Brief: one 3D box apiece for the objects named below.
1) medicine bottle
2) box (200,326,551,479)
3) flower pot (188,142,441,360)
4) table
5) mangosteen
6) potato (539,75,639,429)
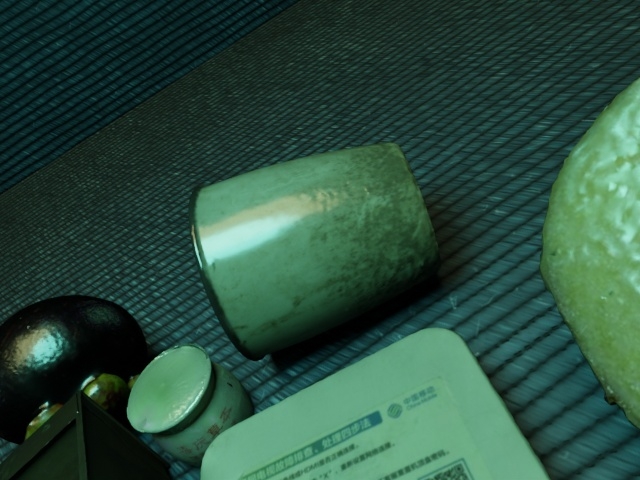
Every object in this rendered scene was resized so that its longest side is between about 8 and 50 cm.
[{"bbox_3d":[-0.194,0.250,0.805,0.147,0.143,0.147,-18,41,16],"label":"medicine bottle"},{"bbox_3d":[0.060,0.323,0.586,0.395,0.111,0.397,-27,38,5],"label":"box"},{"bbox_3d":[0.000,0.000,0.836,0.329,0.294,0.294,-20,40,7],"label":"flower pot"},{"bbox_3d":[-0.317,0.377,0.649,0.250,0.196,0.282,-44,21,-17],"label":"table"},{"bbox_3d":[-0.412,0.237,0.889,0.275,0.275,0.302,-43,59,-13],"label":"mangosteen"},{"bbox_3d":[0.482,0.034,0.488,0.386,0.319,0.442,-61,38,30],"label":"potato"}]
